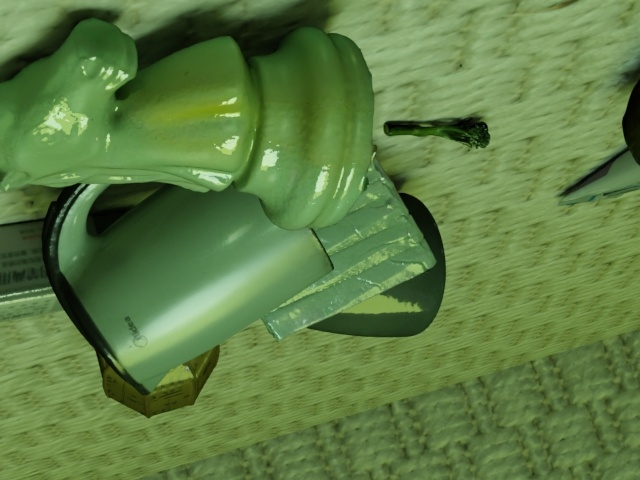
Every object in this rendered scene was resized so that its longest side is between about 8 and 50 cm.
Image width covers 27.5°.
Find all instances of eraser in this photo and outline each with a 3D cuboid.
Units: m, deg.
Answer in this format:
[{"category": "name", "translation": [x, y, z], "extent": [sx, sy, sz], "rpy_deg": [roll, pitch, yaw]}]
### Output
[{"category": "eraser", "translation": [-0.335, 0.036, 1.303], "extent": [0.352, 0.089, 0.061], "rpy_deg": [-8, 157, -26]}]

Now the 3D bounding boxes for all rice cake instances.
[{"category": "rice cake", "translation": [0.000, 0.000, 1.393], "extent": [0.198, 0.189, 0.037], "rpy_deg": [-32, -158, -4]}]

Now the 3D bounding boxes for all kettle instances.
[{"category": "kettle", "translation": [-0.142, 0.005, 1.250], "extent": [0.236, 0.221, 0.161], "rpy_deg": [-34, -157, -3]}]

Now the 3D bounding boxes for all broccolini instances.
[{"category": "broccolini", "translation": [0.127, -0.112, 1.400], "extent": [0.140, 0.035, 0.030], "rpy_deg": [-3, 154, -36]}]

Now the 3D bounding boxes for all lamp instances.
[{"category": "lamp", "translation": [-0.206, 0.135, 1.632], "extent": [0.161, 0.161, 0.185], "rpy_deg": [-13, 162, -14]}]

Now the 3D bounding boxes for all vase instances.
[{"category": "vase", "translation": [-0.031, 0.039, 1.502], "extent": [0.321, 0.173, 0.173], "rpy_deg": [-5, 159, -27]}]

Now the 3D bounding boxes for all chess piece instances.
[{"category": "chess piece", "translation": [-0.119, -0.099, 1.053], "extent": [0.298, 0.176, 0.176], "rpy_deg": [3, 157, -19]}]

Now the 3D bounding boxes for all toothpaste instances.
[{"category": "toothpaste", "translation": [0.430, -0.100, 1.702], "extent": [0.114, 0.073, 0.299], "rpy_deg": [-10, 168, -25]}]

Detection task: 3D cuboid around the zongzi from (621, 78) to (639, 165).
[{"category": "zongzi", "translation": [0.495, -0.188, 1.366], "extent": [0.317, 0.154, 0.289], "rpy_deg": [-20, 171, -13]}]
